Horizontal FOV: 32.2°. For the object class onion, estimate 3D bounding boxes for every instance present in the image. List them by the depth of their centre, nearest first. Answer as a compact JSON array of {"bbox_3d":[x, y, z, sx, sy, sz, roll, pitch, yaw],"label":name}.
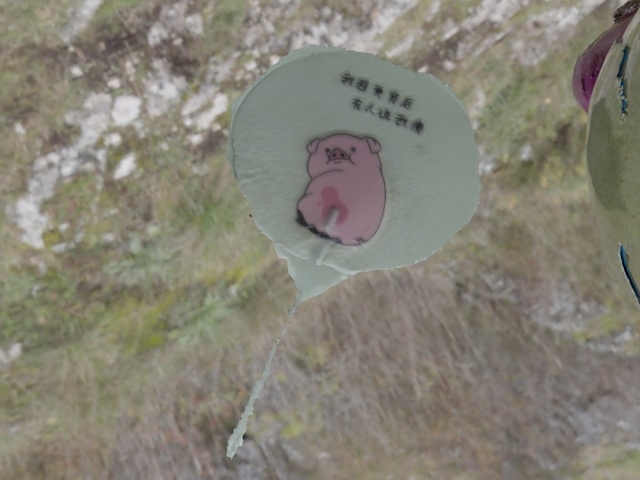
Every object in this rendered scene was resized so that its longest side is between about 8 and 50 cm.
[{"bbox_3d":[0.225,-0.110,0.725,0.115,0.104,0.115,-34,-172,6],"label":"onion"}]

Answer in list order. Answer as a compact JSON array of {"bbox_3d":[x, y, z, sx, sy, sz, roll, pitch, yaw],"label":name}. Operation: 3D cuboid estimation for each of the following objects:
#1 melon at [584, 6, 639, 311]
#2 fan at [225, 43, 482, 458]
[{"bbox_3d":[0.273,-0.039,0.512,0.269,0.330,0.268,-6,103,-25],"label":"melon"},{"bbox_3d":[0.000,0.000,0.722,0.182,0.310,0.010,20,154,3],"label":"fan"}]
